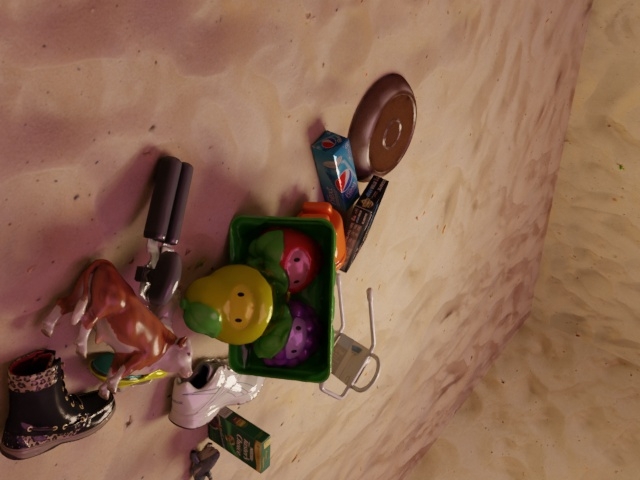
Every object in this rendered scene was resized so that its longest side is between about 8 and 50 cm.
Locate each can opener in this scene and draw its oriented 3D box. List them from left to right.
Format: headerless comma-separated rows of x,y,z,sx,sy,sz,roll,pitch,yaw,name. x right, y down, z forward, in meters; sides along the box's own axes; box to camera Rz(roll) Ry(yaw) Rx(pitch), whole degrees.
-0.281,-0.016,1.338,0.074,0.093,0.280,25,70,-62,can opener

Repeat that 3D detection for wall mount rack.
0.061,0.268,2.009,0.130,0.350,0.304,33,85,-26,wall mount rack

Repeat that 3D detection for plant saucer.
0.180,-0.297,1.959,0.311,0.050,0.310,-39,143,-38,plant saucer

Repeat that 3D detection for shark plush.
-0.305,0.600,1.850,0.073,0.067,0.161,11,102,-60,shark plush

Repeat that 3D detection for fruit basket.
-0.114,0.128,1.562,0.392,0.283,0.391,3,90,-73,fruit basket

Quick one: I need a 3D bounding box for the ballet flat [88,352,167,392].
-0.387,0.272,1.470,0.077,0.077,0.231,-56,156,19,ballet flat

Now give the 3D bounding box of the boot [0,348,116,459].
-0.474,0.282,1.323,0.236,0.085,0.178,-18,125,-51,boot

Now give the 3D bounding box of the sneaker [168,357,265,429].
-0.236,0.338,1.727,0.297,0.111,0.129,-27,128,-49,sneaker

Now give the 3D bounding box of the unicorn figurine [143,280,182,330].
-0.327,0.147,1.476,0.162,0.060,0.111,-56,145,-9,unicorn figurine

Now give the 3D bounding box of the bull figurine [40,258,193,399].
-0.366,0.181,1.340,0.188,0.101,0.310,-55,127,-35,bull figurine

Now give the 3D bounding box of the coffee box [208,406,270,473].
-0.206,0.496,1.810,0.040,0.184,0.113,-32,138,-45,coffee box

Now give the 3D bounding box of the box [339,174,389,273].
0.108,-0.045,1.936,0.175,0.051,0.220,-56,169,-52,box

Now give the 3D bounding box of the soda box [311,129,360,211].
0.041,-0.172,1.805,0.067,0.071,0.210,-50,147,-25,soda box

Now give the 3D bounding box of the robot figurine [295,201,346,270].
0.001,-0.001,1.818,0.128,0.158,0.219,-27,137,-17,robot figurine
